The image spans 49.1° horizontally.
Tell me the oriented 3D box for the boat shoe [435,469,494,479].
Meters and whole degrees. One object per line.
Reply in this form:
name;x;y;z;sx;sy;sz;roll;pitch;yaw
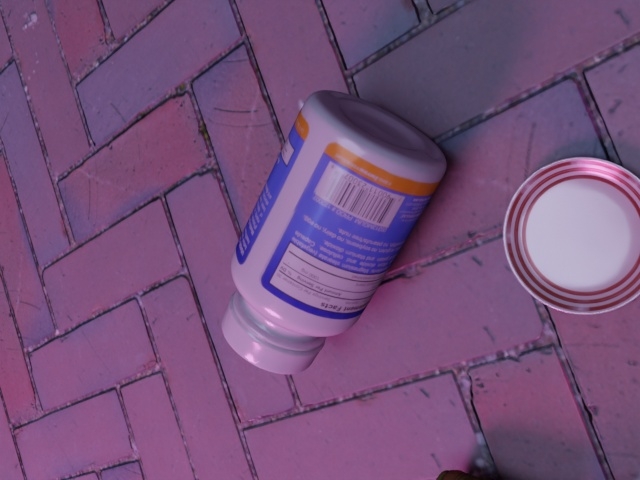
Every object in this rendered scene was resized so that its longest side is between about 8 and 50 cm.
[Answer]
boat shoe;0.134;0.381;0.702;0.104;0.110;0.308;17;95;37

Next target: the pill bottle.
pill bottle;0.000;0.000;0.717;0.152;0.152;0.272;41;118;25

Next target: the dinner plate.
dinner plate;0.234;-0.004;0.629;0.141;0.017;0.141;6;100;35
